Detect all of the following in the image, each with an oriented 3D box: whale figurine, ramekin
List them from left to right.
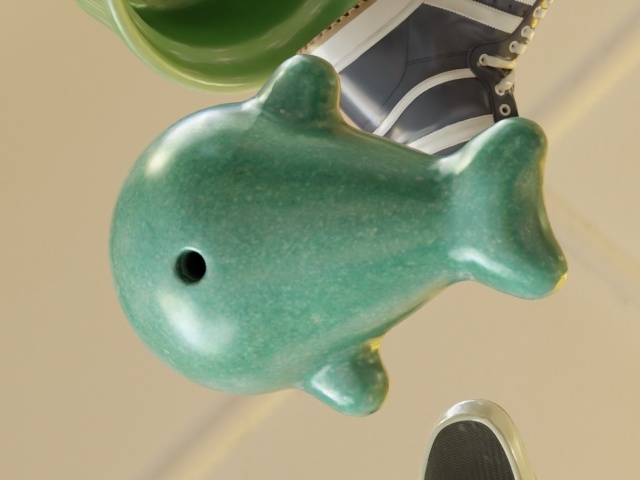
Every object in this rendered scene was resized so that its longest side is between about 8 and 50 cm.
[{"bbox_3d":[-0.093,-0.288,1.576,0.303,0.303,0.148,-48,-137,-12],"label":"ramekin"},{"bbox_3d":[0.000,0.000,1.086,0.272,0.141,0.216,-6,-86,25],"label":"whale figurine"}]

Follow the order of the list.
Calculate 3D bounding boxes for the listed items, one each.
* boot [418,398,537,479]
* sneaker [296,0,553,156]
[{"bbox_3d":[0.150,0.213,1.418,0.088,0.176,0.244,-4,-74,27],"label":"boot"},{"bbox_3d":[0.138,-0.160,1.365,0.282,0.099,0.153,-37,-86,0],"label":"sneaker"}]
